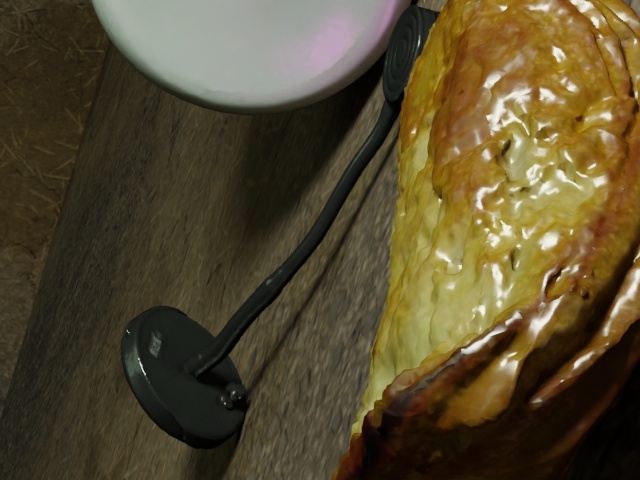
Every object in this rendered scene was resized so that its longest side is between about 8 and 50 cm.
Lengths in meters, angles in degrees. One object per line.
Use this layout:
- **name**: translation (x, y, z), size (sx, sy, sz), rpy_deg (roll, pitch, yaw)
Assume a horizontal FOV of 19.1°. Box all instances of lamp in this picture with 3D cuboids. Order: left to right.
- **lamp**: translation (-0.036, -0.010, 1.314), size (0.130, 0.108, 0.371), rpy_deg (-90, 24, -47)

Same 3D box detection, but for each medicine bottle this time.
- **medicine bottle**: translation (-0.054, -0.256, 1.462), size (0.302, 0.241, 0.241), rpy_deg (-95, 29, -62)

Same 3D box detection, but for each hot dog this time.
- **hot dog**: translation (0.086, 0.001, 0.817), size (0.175, 0.114, 0.259), rpy_deg (121, 166, -53)
